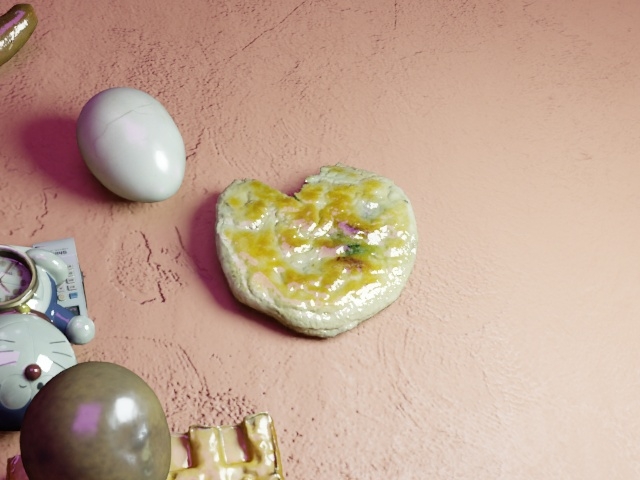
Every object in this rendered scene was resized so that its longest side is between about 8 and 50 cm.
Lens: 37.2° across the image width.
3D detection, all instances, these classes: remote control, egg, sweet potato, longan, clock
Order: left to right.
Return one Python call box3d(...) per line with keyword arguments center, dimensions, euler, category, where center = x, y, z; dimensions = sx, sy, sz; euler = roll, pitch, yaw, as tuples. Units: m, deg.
box3d(center=(-0.580, -0.314, 1.617), dimensions=(0.077, 0.077, 0.244), euler=(39, 70, 21), category="sweet potato")
box3d(center=(-0.393, 0.128, 1.233), dimensions=(0.200, 0.146, 0.243), euler=(5, 54, -24), category="clock")
box3d(center=(-0.372, 0.068, 1.367), dimensions=(0.065, 0.029, 0.166), euler=(-10, 59, -15), category="remote control")
box3d(center=(-0.251, 0.231, 1.070), dimensions=(0.167, 0.167, 0.187), euler=(-23, 74, -24), category="longan")
box3d(center=(-0.289, -0.145, 1.469), dimensions=(0.151, 0.151, 0.209), euler=(-29, 64, -27), category="egg")

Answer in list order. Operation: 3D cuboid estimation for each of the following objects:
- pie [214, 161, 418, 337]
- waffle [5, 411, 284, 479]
box3d(center=(0.000, 0.000, 1.444), dimensions=(0.338, 0.075, 0.337), euler=(4, 52, -6), category="pie")
box3d(center=(-0.197, 0.368, 1.125), dimensions=(0.348, 0.077, 0.304), euler=(-5, 54, -12), category="waffle")
